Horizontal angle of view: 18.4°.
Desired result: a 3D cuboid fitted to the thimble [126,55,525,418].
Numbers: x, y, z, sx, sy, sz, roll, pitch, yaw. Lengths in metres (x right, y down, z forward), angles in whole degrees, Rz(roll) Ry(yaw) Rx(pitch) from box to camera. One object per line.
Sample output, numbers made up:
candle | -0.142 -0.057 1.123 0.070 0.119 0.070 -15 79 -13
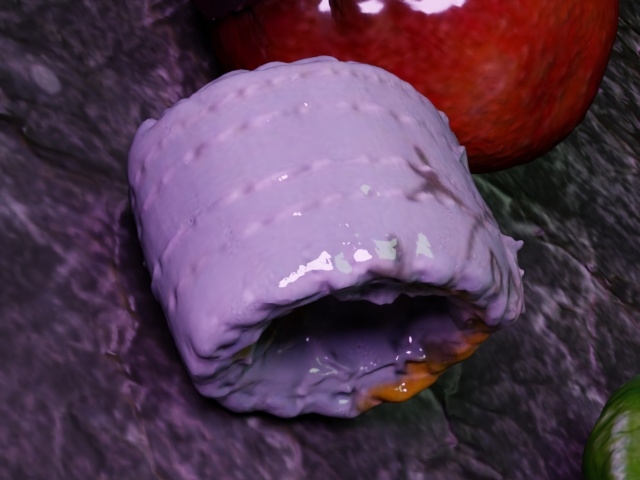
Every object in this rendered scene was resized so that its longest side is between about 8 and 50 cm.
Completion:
thimble | 0.000 -0.001 0.819 0.151 0.127 0.118 18 43 -49

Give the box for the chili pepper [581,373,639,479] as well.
chili pepper | 0.227 0.187 0.864 0.213 0.167 0.385 33 35 -23

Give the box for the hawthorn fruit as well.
hawthorn fruit | 0.054 -0.113 0.964 0.251 0.189 0.189 26 36 -52
